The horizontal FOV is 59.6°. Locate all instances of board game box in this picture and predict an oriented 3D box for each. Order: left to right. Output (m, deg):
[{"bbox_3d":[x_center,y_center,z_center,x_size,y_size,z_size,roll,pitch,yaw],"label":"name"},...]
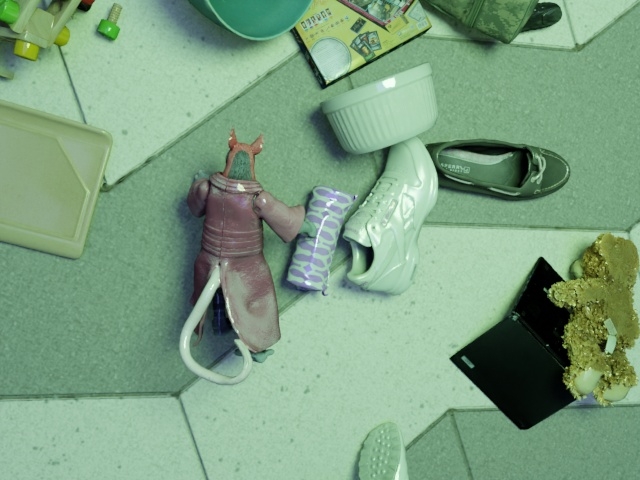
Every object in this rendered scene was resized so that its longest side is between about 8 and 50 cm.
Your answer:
[{"bbox_3d":[0.071,-0.423,1.076,0.243,0.042,0.165,-30,96,-8],"label":"board game box"}]

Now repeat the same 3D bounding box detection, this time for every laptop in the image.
[{"bbox_3d":[0.444,0.216,1.167,0.234,0.136,0.264,45,58,-8],"label":"laptop"}]

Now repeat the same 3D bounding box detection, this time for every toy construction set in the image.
[{"bbox_3d":[-0.506,-0.349,0.859,0.257,0.309,0.237,23,92,-2],"label":"toy construction set"}]

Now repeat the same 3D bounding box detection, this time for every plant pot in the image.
[{"bbox_3d":[-0.154,-0.505,0.941,0.195,0.290,0.290,27,85,34],"label":"plant pot"}]

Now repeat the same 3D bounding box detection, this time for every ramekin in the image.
[{"bbox_3d":[0.113,-0.234,1.010,0.207,0.207,0.109,-22,104,-9],"label":"ramekin"}]

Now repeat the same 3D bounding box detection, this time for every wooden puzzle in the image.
[{"bbox_3d":[-0.503,-0.106,0.984,0.220,0.044,0.239,15,93,-10],"label":"wooden puzzle"}]

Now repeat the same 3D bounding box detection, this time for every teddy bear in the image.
[{"bbox_3d":[0.548,0.157,1.112,0.244,0.113,0.338,0,81,-23],"label":"teddy bear"}]

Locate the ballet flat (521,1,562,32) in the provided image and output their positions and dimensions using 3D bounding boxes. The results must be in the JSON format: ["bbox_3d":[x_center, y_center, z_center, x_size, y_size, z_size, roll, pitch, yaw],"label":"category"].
[{"bbox_3d":[0.406,-0.453,1.141,0.173,0.049,0.058,-6,119,-5],"label":"ballet flat"}]

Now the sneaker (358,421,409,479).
[{"bbox_3d":[0.133,0.466,1.054,0.094,0.090,0.235,38,44,-36],"label":"sneaker"}]

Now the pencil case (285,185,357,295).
[{"bbox_3d":[0.000,0.000,1.048,0.088,0.086,0.206,16,88,-5],"label":"pencil case"}]

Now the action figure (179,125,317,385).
[{"bbox_3d":[-0.159,0.001,0.919,0.247,0.275,0.371,10,108,17],"label":"action figure"}]

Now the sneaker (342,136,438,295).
[{"bbox_3d":[0.126,-0.051,1.034,0.152,0.114,0.306,9,91,-33],"label":"sneaker"}]

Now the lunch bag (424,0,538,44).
[{"bbox_3d":[0.316,-0.561,1.028,0.255,0.212,0.305,27,79,5],"label":"lunch bag"}]

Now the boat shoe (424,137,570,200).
[{"bbox_3d":[0.355,-0.140,1.103,0.334,0.095,0.112,3,90,-10],"label":"boat shoe"}]
